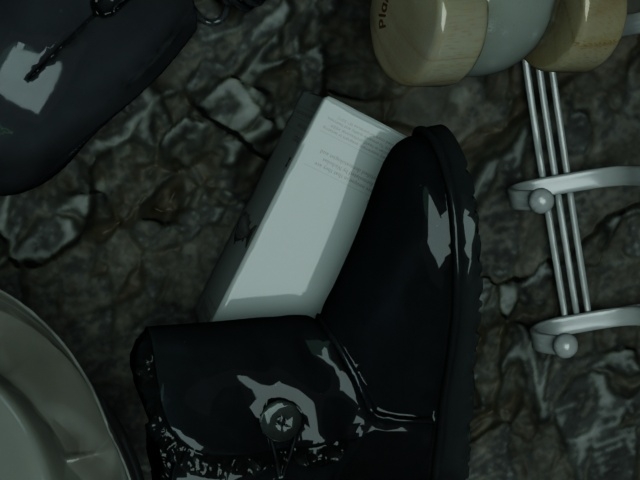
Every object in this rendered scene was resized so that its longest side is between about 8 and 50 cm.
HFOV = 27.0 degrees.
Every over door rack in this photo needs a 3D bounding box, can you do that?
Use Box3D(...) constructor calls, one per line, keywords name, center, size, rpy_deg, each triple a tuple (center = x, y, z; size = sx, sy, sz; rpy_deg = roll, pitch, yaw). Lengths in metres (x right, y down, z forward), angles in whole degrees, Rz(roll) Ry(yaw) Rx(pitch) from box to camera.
Box3D(name="over door rack", center=(0.295, -0.061, 0.953), size=(0.324, 0.108, 0.240), rpy_deg=(-12, 102, -7))

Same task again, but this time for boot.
Box3D(name="boot", center=(-0.012, 0.055, 0.820), size=(0.207, 0.094, 0.247), rpy_deg=(-3, 106, -13))

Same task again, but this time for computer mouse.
Box3D(name="computer mouse", center=(-0.170, -0.143, 0.883), size=(0.188, 0.072, 0.272), rpy_deg=(40, 91, -14))

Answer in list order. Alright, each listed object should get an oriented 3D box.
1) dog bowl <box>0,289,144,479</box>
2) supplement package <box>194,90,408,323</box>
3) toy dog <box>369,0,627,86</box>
Box3D(name="dog bowl", center=(-0.263, 0.196, 0.829), size=(0.348, 0.102, 0.349), rpy_deg=(-5, 71, 15))
Box3D(name="supplement package", center=(0.000, 0.000, 0.917), size=(0.105, 0.105, 0.179), rpy_deg=(26, 94, -12))
Box3D(name="toy dog", center=(0.080, -0.235, 0.867), size=(0.220, 0.161, 0.334), rpy_deg=(19, 70, -28))
